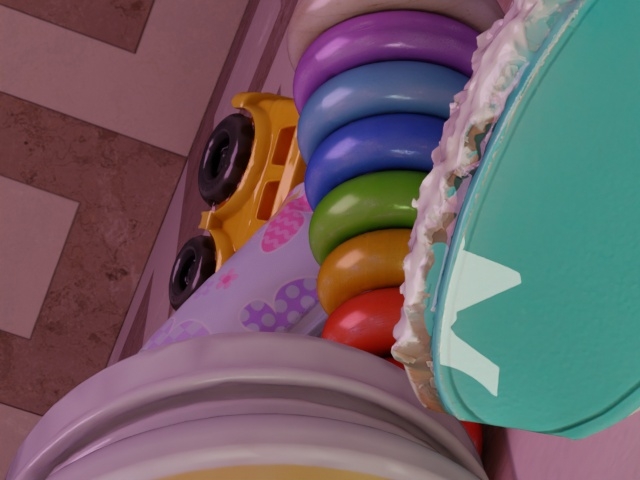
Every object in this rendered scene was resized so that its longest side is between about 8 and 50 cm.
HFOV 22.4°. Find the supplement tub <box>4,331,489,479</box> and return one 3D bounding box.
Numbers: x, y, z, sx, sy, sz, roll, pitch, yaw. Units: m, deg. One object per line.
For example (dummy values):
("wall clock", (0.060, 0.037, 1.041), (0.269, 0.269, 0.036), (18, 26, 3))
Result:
("supplement tub", (-0.017, 0.209, 0.528), (0.331, 0.241, 0.241), (-99, 29, -56))

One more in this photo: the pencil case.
("pencil case", (-0.044, 0.079, 1.058), (0.273, 0.113, 0.124), (-45, 32, -13))

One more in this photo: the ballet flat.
("ballet flat", (0.154, -0.113, 0.610), (0.409, 0.147, 0.147), (-61, 12, 6))

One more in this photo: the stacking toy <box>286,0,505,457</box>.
("stacking toy", (0.050, 0.003, 0.944), (0.141, 0.141, 0.330), (124, 150, -54))

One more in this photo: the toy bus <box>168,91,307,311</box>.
("toy bus", (0.000, 0.000, 1.229), (0.211, 0.149, 0.220), (5, 77, 63))
